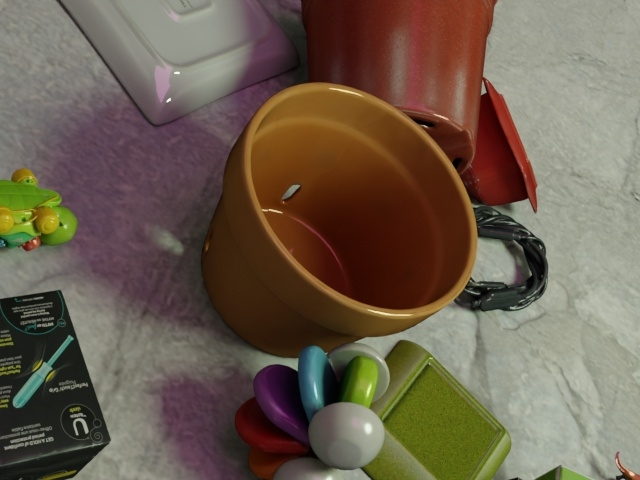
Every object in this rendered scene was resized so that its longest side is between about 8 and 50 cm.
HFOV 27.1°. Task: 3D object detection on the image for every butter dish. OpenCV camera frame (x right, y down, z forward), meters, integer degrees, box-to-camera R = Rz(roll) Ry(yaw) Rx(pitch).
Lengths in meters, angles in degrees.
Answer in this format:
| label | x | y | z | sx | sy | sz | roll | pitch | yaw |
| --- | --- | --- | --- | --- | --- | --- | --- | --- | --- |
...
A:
| label | x | y | z | sx | sy | sz | roll | pitch | yaw |
| --- | --- | --- | --- | --- | --- | --- | --- | --- | --- |
| butter dish | 0.212 | -0.110 | 1.764 | 0.160 | 0.118 | 0.160 | 53 | 18 | -66 |

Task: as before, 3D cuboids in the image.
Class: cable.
| label | x | y | z | sx | sy | sz | roll | pitch | yaw |
| --- | --- | --- | --- | --- | --- | --- | --- | --- | --- |
| cable | 0.220 | 0.022 | 1.727 | 0.184 | 0.047 | 0.150 | -8 | 61 | -35 |

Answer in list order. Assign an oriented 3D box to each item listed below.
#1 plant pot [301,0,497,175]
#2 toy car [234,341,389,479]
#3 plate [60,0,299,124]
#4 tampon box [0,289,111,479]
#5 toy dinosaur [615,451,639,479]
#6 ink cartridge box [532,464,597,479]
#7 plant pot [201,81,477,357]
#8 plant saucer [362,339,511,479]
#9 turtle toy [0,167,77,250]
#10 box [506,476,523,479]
| label | x | y | z | sx | sy | sz | roll | pitch | yaw |
| --- | --- | --- | --- | --- | --- | --- | --- | --- | --- |
| plant pot | 0.095 | -0.220 | 1.668 | 0.272 | 0.272 | 0.265 | 16 | 61 | -25 |
| toy car | -0.014 | 0.181 | 1.363 | 0.136 | 0.182 | 0.159 | 27 | 30 | -9 |
| plate | -0.183 | -0.301 | 1.663 | 0.278 | 0.045 | 0.277 | -30 | 79 | -44 |
| tampon box | -0.290 | 0.146 | 1.245 | 0.120 | 0.101 | 0.161 | -7 | 66 | -37 |
| toy dinosaur | 0.402 | 0.311 | 1.630 | 0.082 | 0.090 | 0.047 | 3 | 31 | 20 |
| ink cartridge box | 0.334 | 0.316 | 1.451 | 0.188 | 0.255 | 0.097 | 26 | 49 | -18 |
| plant pot | 0.000 | 0.000 | 1.474 | 0.291 | 0.203 | 0.291 | 17 | 52 | -24 |
| plant saucer | 0.129 | 0.220 | 1.522 | 0.188 | 0.045 | 0.188 | 45 | 46 | 0 |
| turtle toy | -0.310 | -0.025 | 1.371 | 0.130 | 0.066 | 0.095 | 2 | 36 | -36 |
| box | 0.086 | 0.394 | 1.204 | 0.073 | 0.293 | 0.295 | 34 | 42 | -41 |
